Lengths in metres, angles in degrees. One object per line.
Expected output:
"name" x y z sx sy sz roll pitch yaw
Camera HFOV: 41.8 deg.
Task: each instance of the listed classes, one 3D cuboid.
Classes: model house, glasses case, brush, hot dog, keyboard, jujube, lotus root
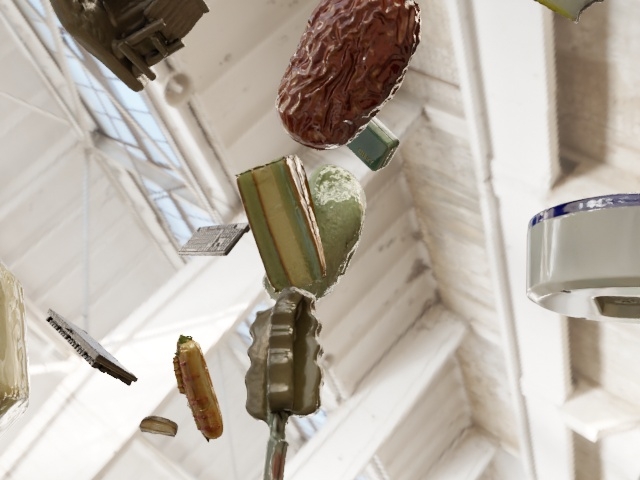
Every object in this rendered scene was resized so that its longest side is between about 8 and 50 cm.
"model house" -0.289 -0.368 1.313 0.188 0.122 0.229 -31 -43 12
"glasses case" 0.070 -0.222 1.638 0.039 0.184 0.077 -28 -24 -41
"brush" -0.039 0.190 0.808 0.071 0.084 0.300 23 -128 -29
"hot dog" -0.282 0.330 1.892 0.076 0.104 0.250 -20 -84 -17
"keyboard" -0.438 0.196 1.567 0.106 0.317 0.027 41 -102 -32
"keyboard" -0.252 -0.003 1.966 0.018 0.310 0.101 46 -111 -20
"jujube" 0.026 -0.170 0.818 0.176 0.109 0.112 -60 0 18
"lotus root" -0.344 0.394 1.788 0.030 0.083 0.037 166 116 -85

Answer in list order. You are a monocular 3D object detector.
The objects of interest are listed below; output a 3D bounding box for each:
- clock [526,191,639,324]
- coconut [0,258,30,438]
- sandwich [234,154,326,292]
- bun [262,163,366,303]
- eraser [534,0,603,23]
"clock" 0.300 0.024 0.740 0.230 0.231 0.083 22 -112 -57
"coconut" -0.474 0.147 0.904 0.353 0.353 0.352 -33 -43 -36
"sandwich" -0.041 -0.025 1.094 0.113 0.079 0.163 -39 -70 -78
"bun" 0.001 -0.003 1.233 0.221 0.108 0.221 25 -90 -88
"eraser" 0.277 -0.386 0.998 0.226 0.158 0.069 -69 9 -28
